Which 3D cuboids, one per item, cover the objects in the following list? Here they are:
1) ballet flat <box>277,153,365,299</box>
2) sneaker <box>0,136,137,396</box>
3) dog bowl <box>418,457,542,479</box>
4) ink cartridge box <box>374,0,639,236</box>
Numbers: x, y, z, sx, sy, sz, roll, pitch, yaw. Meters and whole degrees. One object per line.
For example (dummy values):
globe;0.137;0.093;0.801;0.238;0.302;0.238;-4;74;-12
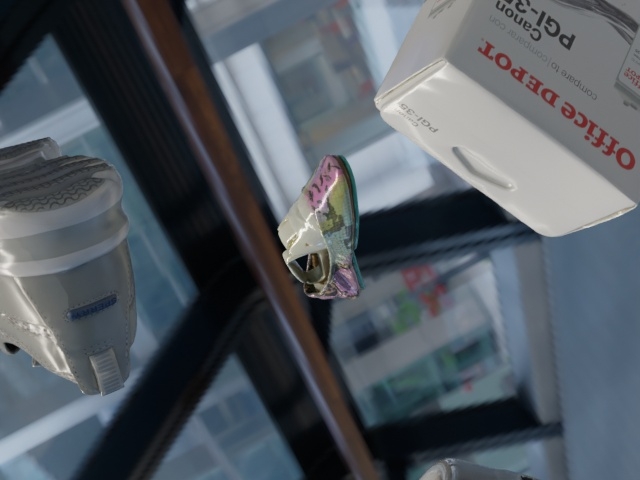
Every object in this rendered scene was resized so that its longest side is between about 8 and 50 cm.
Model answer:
ballet flat;0.000;0.000;1.276;0.221;0.079;0.077;82;168;-59
sneaker;-0.170;0.014;0.697;0.281;0.105;0.115;-159;55;-67
dog bowl;0.063;0.304;0.871;0.102;0.348;0.349;25;175;1
ink cartridge box;0.202;-0.176;1.071;0.207;0.283;0.117;34;155;-15
